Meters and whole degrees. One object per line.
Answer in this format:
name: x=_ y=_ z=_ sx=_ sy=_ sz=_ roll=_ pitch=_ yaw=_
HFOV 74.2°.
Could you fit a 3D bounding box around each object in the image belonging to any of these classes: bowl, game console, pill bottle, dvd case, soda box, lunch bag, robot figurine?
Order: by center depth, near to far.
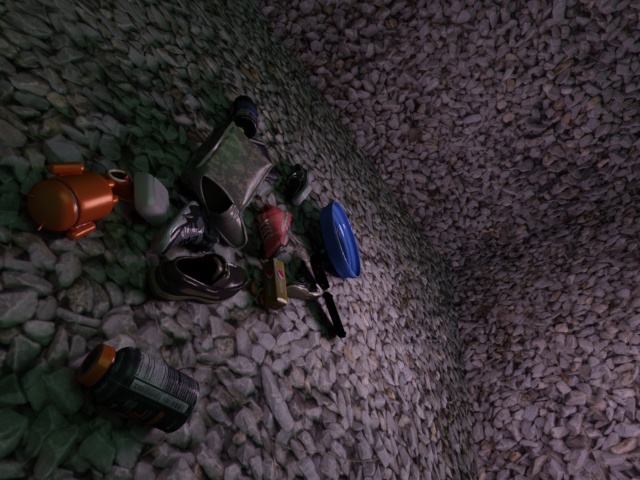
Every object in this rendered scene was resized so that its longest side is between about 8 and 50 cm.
pill bottle: x=-0.404 y=0.322 z=0.941 sx=0.246 sy=0.130 sz=0.130 roll=42 pitch=32 yaw=-30
robot figurine: x=-0.600 y=-0.099 z=1.024 sx=0.128 sy=0.158 sz=0.219 roll=37 pitch=28 yaw=4
bowl: x=-0.491 y=-0.123 z=1.248 sx=0.142 sy=0.053 sz=0.142 roll=75 pitch=3 yaw=-66
lunch bag: x=-0.348 y=-0.240 z=1.537 sx=0.235 sy=0.169 sz=0.287 roll=46 pitch=59 yaw=-32
soda box: x=-0.167 y=0.159 z=1.540 sx=0.058 sy=0.061 sz=0.181 roll=30 pitch=39 yaw=-45
game console: x=0.029 y=0.234 z=1.779 sx=0.213 sy=0.044 sz=0.361 roll=-164 pitch=-125 yaw=-84
pill bottle: x=-0.347 y=-0.561 z=1.911 sx=0.123 sy=0.123 sz=0.219 roll=37 pitch=31 yaw=-37
dvd case: x=-0.284 y=-0.379 z=1.962 sx=0.164 sy=0.018 sz=0.221 roll=-2 pitch=66 yaw=-59
bowl: x=0.098 y=0.003 z=2.071 sx=0.391 sy=0.077 sz=0.391 roll=-18 pitch=90 yaw=-75

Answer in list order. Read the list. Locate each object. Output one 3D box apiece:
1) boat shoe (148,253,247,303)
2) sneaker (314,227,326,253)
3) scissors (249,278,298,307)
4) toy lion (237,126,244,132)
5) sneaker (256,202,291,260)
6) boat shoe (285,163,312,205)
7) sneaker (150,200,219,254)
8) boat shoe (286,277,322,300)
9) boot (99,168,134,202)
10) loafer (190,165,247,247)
boat shoe: x=-0.332 y=0.112 z=1.268 sx=0.355 sy=0.130 sz=0.132 roll=2 pitch=62 yaw=-59
sneaker: x=0.000 y=0.000 z=2.040 sx=0.076 sy=0.065 sz=0.166 roll=36 pitch=28 yaw=-20
scissors: x=-0.170 y=0.165 z=1.613 sx=0.109 sy=0.021 sz=0.297 roll=58 pitch=28 yaw=0
toy lion: x=-0.362 y=-0.447 z=1.809 sx=0.100 sy=0.096 sz=0.034 roll=12 pitch=53 yaw=-56
sneaker: x=-0.205 y=-0.038 z=1.690 sx=0.136 sy=0.116 sz=0.313 roll=35 pitch=28 yaw=-23
boat shoe: x=-0.118 y=-0.276 z=2.064 sx=0.119 sy=0.121 sz=0.335 roll=41 pitch=21 yaw=-19
sneaker: x=-0.401 y=-0.010 z=1.301 sx=0.153 sy=0.101 sz=0.268 roll=47 pitch=27 yaw=-18
boat shoe: x=-0.076 y=0.187 z=1.685 sx=0.233 sy=0.084 sz=0.079 roll=25 pitch=46 yaw=-60
boot: x=-0.555 y=-0.156 z=1.207 sx=0.158 sy=0.085 sz=0.059 roll=15 pitch=48 yaw=-57
loafer: x=-0.336 y=-0.098 z=1.423 sx=0.319 sy=0.112 sz=0.111 roll=63 pitch=-10 yaw=-30
